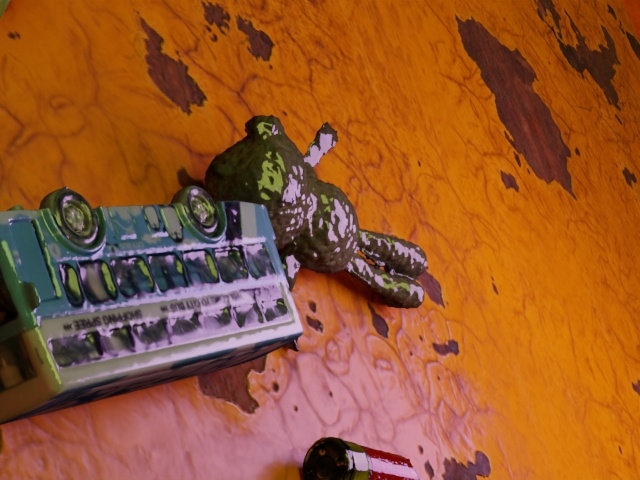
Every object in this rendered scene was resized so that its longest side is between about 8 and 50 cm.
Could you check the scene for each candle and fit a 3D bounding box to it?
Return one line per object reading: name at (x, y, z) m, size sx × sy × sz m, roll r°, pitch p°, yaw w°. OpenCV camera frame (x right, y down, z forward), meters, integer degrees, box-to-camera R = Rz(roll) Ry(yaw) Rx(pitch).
candle at (0.042, 0.199, 1.031) m, size 0.130 × 0.052 × 0.052 m, roll 23°, pitch 47°, yaw -48°

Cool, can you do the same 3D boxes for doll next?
doll at (0.004, -0.017, 1.125) m, size 0.286 × 0.091 × 0.203 m, roll -9°, pitch 106°, yaw -47°

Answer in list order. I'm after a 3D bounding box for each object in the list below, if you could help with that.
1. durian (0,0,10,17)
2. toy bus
durian at (-0.274, -0.126, 0.742) m, size 0.101 × 0.139 × 0.250 m, roll 64°, pitch 30°, yaw -5°
toy bus at (-0.136, 0.039, 0.847) m, size 0.297 × 0.106 × 0.131 m, roll -8°, pitch 75°, yaw -60°
